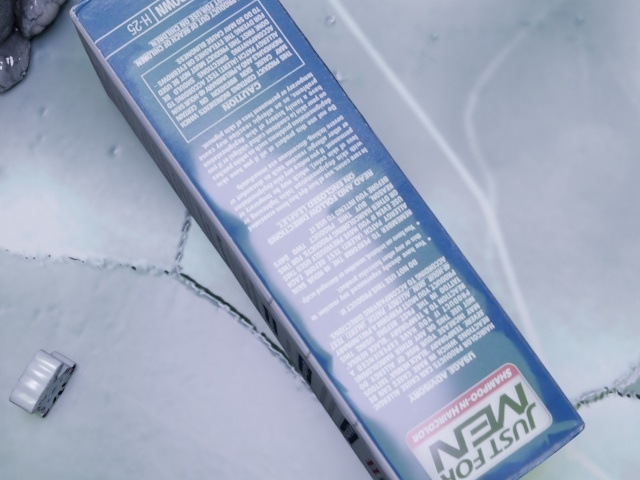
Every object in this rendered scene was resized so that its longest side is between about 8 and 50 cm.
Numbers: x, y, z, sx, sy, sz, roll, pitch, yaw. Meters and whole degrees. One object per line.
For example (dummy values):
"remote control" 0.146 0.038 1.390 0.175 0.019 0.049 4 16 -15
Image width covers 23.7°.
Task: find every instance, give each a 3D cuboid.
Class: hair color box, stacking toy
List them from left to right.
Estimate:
"stacking toy" -0.277 0.118 0.940 0.167 0.052 0.221 31 85 7
"hair color box" 0.000 0.000 0.889 0.105 0.174 0.347 -34 83 -6

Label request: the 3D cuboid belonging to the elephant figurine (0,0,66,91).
"elephant figurine" -0.238 -0.177 0.886 0.186 0.239 0.169 38 84 6
